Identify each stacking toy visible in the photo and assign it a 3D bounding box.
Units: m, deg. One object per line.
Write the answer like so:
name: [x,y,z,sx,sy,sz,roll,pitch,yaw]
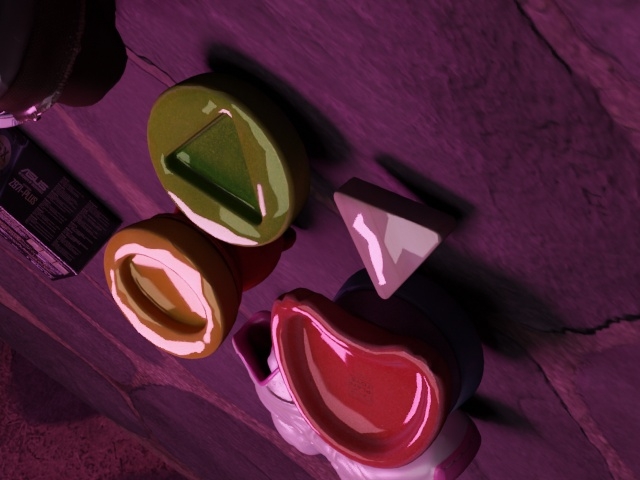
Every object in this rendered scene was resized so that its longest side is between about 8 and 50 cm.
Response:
stacking toy: [0.000,0.000,1.177,0.309,0.130,0.280,31,136,19]

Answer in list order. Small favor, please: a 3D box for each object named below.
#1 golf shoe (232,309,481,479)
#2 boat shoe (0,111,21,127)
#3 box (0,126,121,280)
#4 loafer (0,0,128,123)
golf shoe: [0.020,0.145,1.428,0.306,0.115,0.140,13,146,55]
boat shoe: [-0.370,-0.206,1.352,0.301,0.108,0.102,35,164,7]
box: [-0.325,-0.044,1.736,0.180,0.077,0.147,43,164,-12]
loafer: [-0.182,-0.151,1.029,0.130,0.134,0.366,17,-170,-17]
